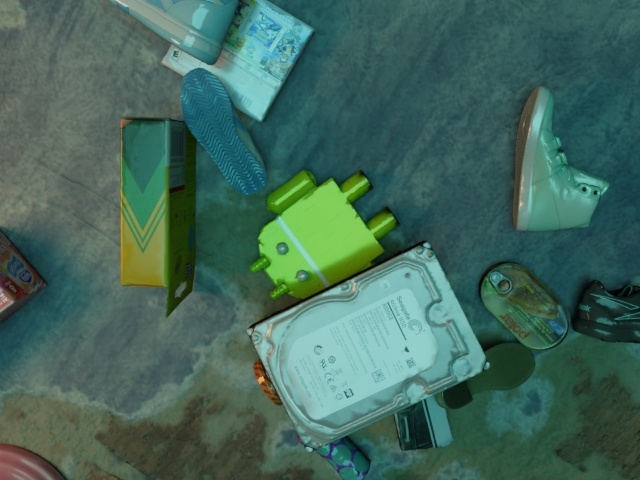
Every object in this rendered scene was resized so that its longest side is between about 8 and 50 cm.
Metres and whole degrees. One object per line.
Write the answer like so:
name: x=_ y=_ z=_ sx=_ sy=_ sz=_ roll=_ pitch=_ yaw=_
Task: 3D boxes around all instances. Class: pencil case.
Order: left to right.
pencil case: x=0.025 y=0.397 z=1.265 sx=0.152 sy=0.064 sz=0.070 roll=43 pitch=81 yaw=-4

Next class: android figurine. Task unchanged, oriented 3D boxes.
android figurine: x=0.000 y=0.000 z=1.214 sx=0.273 sy=0.056 sz=0.248 roll=-34 pitch=96 yaw=4

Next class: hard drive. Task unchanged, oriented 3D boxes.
hard drive: x=0.078 y=0.176 z=1.113 sx=0.339 sy=0.064 sz=0.237 roll=-26 pitch=91 yaw=4

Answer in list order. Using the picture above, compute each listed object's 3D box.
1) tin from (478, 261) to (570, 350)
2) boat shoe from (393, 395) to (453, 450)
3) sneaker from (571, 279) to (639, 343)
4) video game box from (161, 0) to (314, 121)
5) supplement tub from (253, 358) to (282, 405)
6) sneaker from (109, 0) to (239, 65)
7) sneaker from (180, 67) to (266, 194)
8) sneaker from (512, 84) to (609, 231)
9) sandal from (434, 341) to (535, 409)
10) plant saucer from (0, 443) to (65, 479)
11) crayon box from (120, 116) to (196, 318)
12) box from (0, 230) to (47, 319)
tin: x=0.374 y=0.121 z=1.231 sx=0.190 sy=0.040 sz=0.106 roll=45 pitch=93 yaw=-5
boat shoe: x=0.144 y=0.240 z=1.210 sx=0.119 sy=0.121 sz=0.335 roll=-19 pitch=99 yaw=0
sneaker: x=0.594 y=0.139 z=1.196 sx=0.267 sy=0.101 sz=0.106 roll=9 pitch=91 yaw=-4
video game box: x=-0.144 y=-0.339 z=1.170 sx=0.205 sy=0.048 sz=0.187 roll=31 pitch=100 yaw=-3
supplement tub: x=-0.019 y=0.211 z=1.213 sx=0.190 sy=0.117 sz=0.117 roll=-35 pitch=96 yaw=6
sneaker: x=-0.245 y=-0.450 z=1.094 sx=0.319 sy=0.127 sz=0.208 roll=36 pitch=101 yaw=13
sneaker: x=-0.171 y=-0.188 z=1.156 sx=0.087 sy=0.092 sz=0.228 roll=-26 pitch=108 yaw=1
sneaker: x=0.422 y=-0.140 z=1.160 sx=0.151 sy=0.094 sz=0.256 roll=2 pitch=108 yaw=7
sandal: x=0.284 y=0.242 z=1.225 sx=0.240 sy=0.079 sz=0.088 roll=-14 pitch=93 yaw=-33
plant saucer: x=-0.642 y=0.567 z=1.298 sx=0.332 sy=0.084 sz=0.332 roll=0 pitch=99 yaw=1
crayon box: x=-0.272 y=-0.046 z=1.138 sx=0.081 sy=0.202 sz=0.318 roll=2 pitch=98 yaw=2
box: x=-0.675 y=0.130 z=1.204 sx=0.300 sy=0.142 sz=0.154 roll=-38 pitch=97 yaw=6
